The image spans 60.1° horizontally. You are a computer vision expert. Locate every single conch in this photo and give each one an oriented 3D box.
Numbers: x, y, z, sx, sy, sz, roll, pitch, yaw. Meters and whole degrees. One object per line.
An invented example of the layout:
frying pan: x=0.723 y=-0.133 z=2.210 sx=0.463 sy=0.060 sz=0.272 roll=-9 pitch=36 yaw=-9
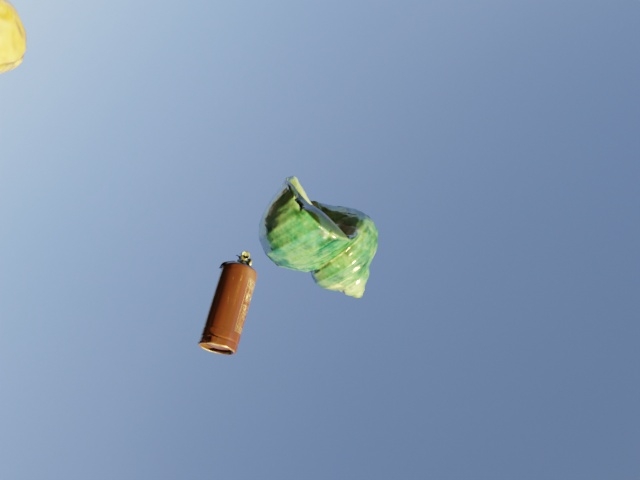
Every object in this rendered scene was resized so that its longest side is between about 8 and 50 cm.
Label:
conch: x=0.001 y=0.003 z=0.832 sx=0.134 sy=0.202 sz=0.196 roll=-56 pitch=-167 yaw=17

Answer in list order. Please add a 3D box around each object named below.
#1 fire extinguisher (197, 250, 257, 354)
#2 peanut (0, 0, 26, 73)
fire extinguisher: x=-0.218 y=0.139 z=1.355 sx=0.105 sy=0.105 sz=0.268 roll=-7 pitch=-121 yaw=33
peanut: x=-0.442 y=-0.318 z=0.650 sx=0.147 sy=0.147 sz=0.305 roll=-33 pitch=-113 yaw=19
